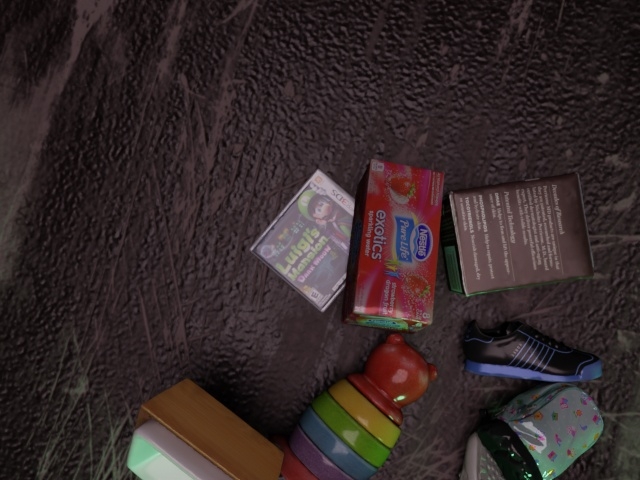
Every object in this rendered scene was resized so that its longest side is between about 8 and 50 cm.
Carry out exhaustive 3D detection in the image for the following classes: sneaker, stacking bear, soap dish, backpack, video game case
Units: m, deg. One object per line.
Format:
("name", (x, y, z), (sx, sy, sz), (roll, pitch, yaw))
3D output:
("sneaker", (0.360, 0.184, 1.148), (0.232, 0.081, 0.090), (2, 96, 3))
("stacking bear", (0.066, 0.290, 1.121), (0.175, 0.164, 0.289), (41, 85, 4))
("soap dish", (-0.186, 0.347, 1.070), (0.229, 0.291, 0.118), (36, 56, 3))
("backpack", (0.368, 0.313, 1.116), (0.182, 0.115, 0.152), (-32, 96, -18))
("video game case", (0.000, 0.000, 1.192), (0.173, 0.022, 0.190), (40, 90, 3))
("sneaker", (0.258, 0.443, 1.144), (0.095, 0.090, 0.235), (-14, 68, 43))

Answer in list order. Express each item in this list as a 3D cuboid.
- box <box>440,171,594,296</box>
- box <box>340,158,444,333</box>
("box", (0.308, -0.007, 1.111), (0.203, 0.168, 0.167), (-9, 88, 1))
("box", (0.117, 0.012, 1.105), (0.128, 0.122, 0.257), (10, 73, -5))
